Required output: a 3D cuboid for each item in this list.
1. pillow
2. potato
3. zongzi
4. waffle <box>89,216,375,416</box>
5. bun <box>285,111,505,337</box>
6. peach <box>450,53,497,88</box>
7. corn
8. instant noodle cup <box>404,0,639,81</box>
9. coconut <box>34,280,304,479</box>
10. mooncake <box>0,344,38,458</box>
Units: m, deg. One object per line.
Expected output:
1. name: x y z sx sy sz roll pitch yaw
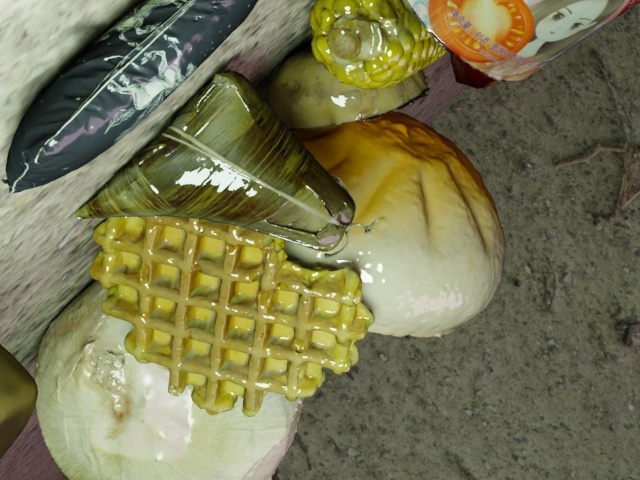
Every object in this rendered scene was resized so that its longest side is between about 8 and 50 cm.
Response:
1. pillow: -0.109 -0.108 0.931 0.208 0.055 0.141 -44 -177 -16
2. potato: 0.026 -0.170 1.490 0.164 0.081 0.200 -3 -160 23
3. zongzi: -0.079 -0.021 1.281 0.184 0.187 0.084 -44 -171 -3
4. waffle: -0.086 0.041 1.383 0.249 0.253 0.056 -18 -162 21
5. bun: 0.053 -0.044 1.507 0.165 0.299 0.299 -68 168 23
6. peach: 0.241 -0.311 1.942 0.267 0.154 0.159 -36 -170 29
7. corn: 0.093 -0.228 1.435 0.120 0.120 0.363 -47 175 31
8. instant noodle cup: 0.197 -0.278 1.281 0.231 0.243 0.243 -38 -179 36
9. coconut: -0.156 0.156 1.606 0.297 0.297 0.254 -46 -176 5
10. mooncake: -0.314 0.156 1.091 0.235 0.117 0.235 -47 175 -5
